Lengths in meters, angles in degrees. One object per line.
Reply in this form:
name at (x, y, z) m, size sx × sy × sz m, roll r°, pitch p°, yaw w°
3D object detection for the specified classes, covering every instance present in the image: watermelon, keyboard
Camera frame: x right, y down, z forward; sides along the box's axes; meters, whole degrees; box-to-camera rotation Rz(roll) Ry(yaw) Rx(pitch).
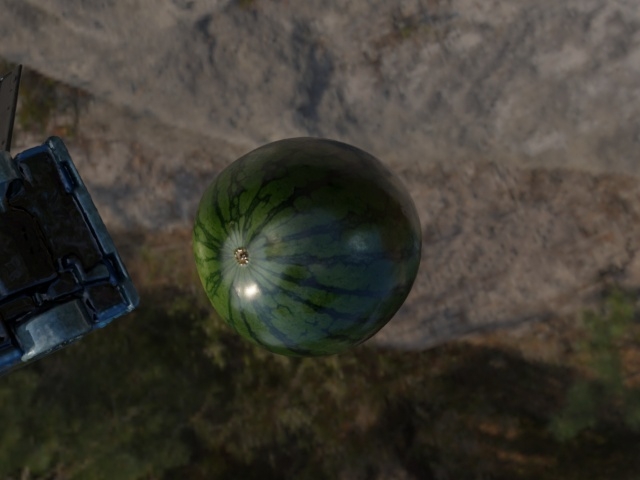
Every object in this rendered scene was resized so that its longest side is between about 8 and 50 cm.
watermelon at (0.000, 0.000, 0.833) m, size 0.141 × 0.140 × 0.187 m, roll -40°, pitch 170°, yaw 25°
keyboard at (-0.308, -0.079, 1.206) m, size 0.067 × 0.202 × 0.011 m, roll -28°, pitch 135°, yaw 27°

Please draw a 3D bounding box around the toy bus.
toy bus at (-0.183, 0.034, 0.546) m, size 0.185 × 0.090 × 0.106 m, roll -24°, pitch 178°, yaw -34°
